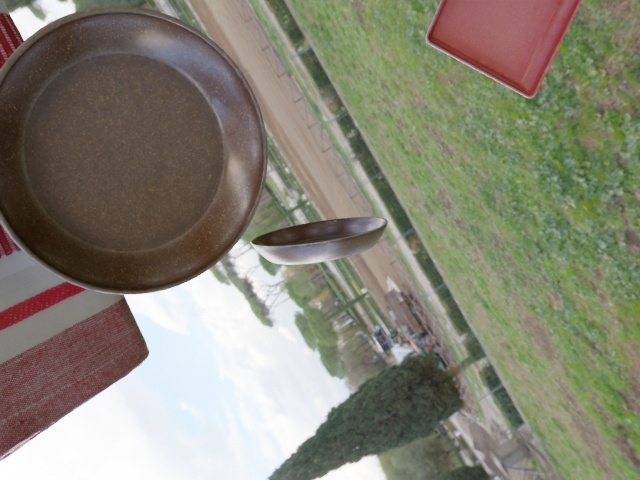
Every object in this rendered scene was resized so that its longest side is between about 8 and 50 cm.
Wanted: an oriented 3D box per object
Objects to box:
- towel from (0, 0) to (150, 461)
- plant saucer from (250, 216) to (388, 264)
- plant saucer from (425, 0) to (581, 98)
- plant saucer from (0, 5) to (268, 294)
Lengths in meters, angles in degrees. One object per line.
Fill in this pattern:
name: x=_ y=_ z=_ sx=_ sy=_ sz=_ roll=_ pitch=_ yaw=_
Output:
towel: x=-0.252 y=-0.006 z=0.300 sx=0.237 sy=0.037 sz=0.329 roll=-37 pitch=-63 yaw=-53
plant saucer: x=0.000 y=0.000 z=0.591 sx=0.168 sy=0.168 sz=0.029 roll=-130 pitch=32 yaw=-79
plant saucer: x=0.339 y=-0.432 z=0.882 sx=0.259 sy=0.258 sz=0.048 roll=19 pitch=-168 yaw=-20
plant saucer: x=-0.131 y=-0.060 z=0.352 sx=0.036 sy=0.198 sz=0.198 roll=21 pitch=150 yaw=48
